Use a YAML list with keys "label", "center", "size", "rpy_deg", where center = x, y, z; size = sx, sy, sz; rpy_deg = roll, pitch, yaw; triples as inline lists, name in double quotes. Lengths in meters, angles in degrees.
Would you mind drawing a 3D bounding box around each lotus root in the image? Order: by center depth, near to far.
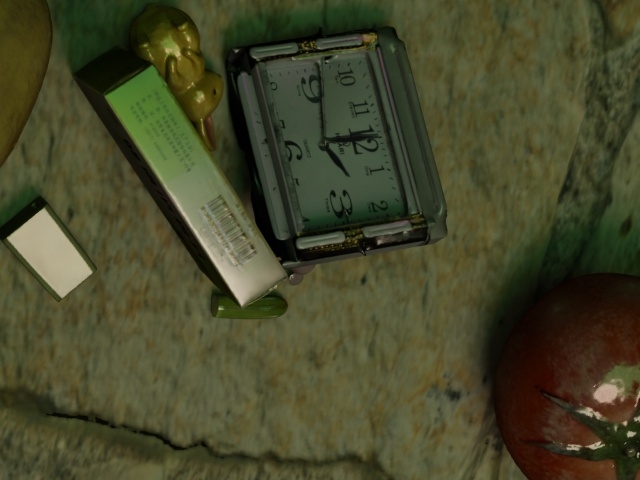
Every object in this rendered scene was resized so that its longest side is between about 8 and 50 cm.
- label: "lotus root"
  center: [-0.332, -0.165, 1.651]
  size: [0.131, 0.146, 0.303]
  rpy_deg: [10, 71, 9]

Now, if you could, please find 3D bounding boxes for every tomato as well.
- label: "tomato"
  center: [0.320, 0.162, 1.916]
  size: [0.265, 0.265, 0.264]
  rpy_deg: [-4, 102, -18]

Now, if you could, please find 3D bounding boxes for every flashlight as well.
- label: "flashlight"
  center: [0.000, 0.000, 1.886]
  size: [0.110, 0.031, 0.052]
  rpy_deg: [-40, 135, -11]

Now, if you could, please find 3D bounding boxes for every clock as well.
- label: "clock"
  center: [0.014, -0.099, 1.810]
  size: [0.186, 0.083, 0.253]
  rpy_deg: [-9, 77, -17]

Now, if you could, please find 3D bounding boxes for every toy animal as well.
- label: "toy animal"
  center: [-0.139, -0.165, 1.790]
  size: [0.070, 0.083, 0.159]
  rpy_deg: [-28, 121, -1]

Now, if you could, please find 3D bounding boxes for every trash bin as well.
- label: "trash bin"
  center: [-0.280, 0.010, 1.784]
  size: [0.061, 0.043, 0.092]
  rpy_deg: [-41, 112, -7]

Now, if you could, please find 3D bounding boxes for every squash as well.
- label: "squash"
  center: [-0.075, 0.072, 1.876]
  size: [0.083, 0.027, 0.027]
  rpy_deg: [3, 100, -20]

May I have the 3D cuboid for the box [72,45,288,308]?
- label: "box"
  center: [-0.143, -0.067, 1.744]
  size: [0.062, 0.175, 0.260]
  rpy_deg: [-34, 109, -8]
